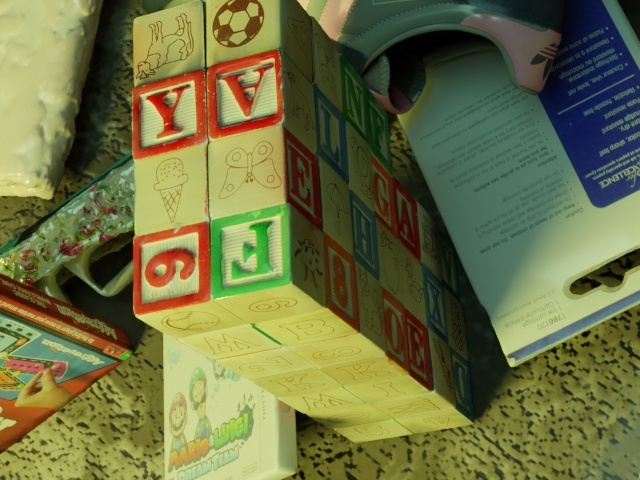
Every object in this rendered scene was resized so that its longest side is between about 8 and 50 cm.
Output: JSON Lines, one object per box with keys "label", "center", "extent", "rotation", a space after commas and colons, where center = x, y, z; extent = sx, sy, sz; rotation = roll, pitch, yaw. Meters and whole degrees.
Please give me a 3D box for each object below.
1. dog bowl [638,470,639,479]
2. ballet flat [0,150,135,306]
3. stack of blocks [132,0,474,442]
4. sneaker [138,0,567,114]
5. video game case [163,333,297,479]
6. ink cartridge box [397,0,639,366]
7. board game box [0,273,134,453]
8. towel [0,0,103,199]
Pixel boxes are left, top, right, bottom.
{"label": "dog bowl", "center": [0.345, 0.158, 0.728], "extent": [0.348, 0.102, 0.349], "rotation": [-9, 68, 22]}
{"label": "ballet flat", "center": [-0.187, 0.018, 1.035], "extent": [0.241, 0.091, 0.077], "rotation": [-35, 83, 13]}
{"label": "stack of blocks", "center": [0.000, 0.000, 0.828], "extent": [0.087, 0.297, 0.171], "rotation": [-12, 65, 19]}
{"label": "sneaker", "center": [0.008, -0.146, 0.923], "extent": [0.319, 0.112, 0.131], "rotation": [-2, 87, 33]}
{"label": "video game case", "center": [-0.064, 0.100, 0.933], "extent": [0.157, 0.019, 0.143], "rotation": [-34, 53, 52]}
{"label": "ink cartridge box", "center": [0.141, -0.085, 0.934], "extent": [0.165, 0.065, 0.333], "rotation": [-27, 61, 13]}
{"label": "board game box", "center": [-0.247, 0.077, 0.920], "extent": [0.145, 0.281, 0.027], "rotation": [-36, 64, 9]}
{"label": "towel", "center": [-0.315, -0.193, 1.185], "extent": [0.316, 0.053, 0.332], "rotation": [1, 71, 25]}
